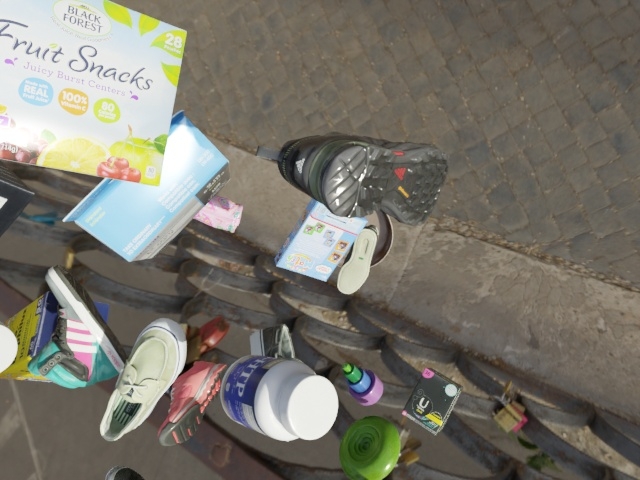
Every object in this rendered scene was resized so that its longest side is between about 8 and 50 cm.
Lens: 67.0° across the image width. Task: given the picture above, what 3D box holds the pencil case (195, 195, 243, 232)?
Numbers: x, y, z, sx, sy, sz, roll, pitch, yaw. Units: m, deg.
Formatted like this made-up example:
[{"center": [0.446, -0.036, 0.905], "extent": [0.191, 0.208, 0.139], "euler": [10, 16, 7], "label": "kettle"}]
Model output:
[{"center": [-0.438, -0.124, 1.814], "extent": [0.283, 0.124, 0.124], "euler": [20, 99, -14], "label": "pencil case"}]

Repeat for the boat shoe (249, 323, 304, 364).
[{"center": [-0.099, 0.337, 1.234], "extent": [0.119, 0.121, 0.335], "euler": [-29, 42, 3], "label": "boat shoe"}]

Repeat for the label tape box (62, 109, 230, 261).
[{"center": [-0.290, -0.084, 0.891], "extent": [0.115, 0.347, 0.249], "euler": [44, 83, -9], "label": "label tape box"}]

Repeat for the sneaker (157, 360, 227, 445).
[{"center": [-0.421, 0.500, 1.513], "extent": [0.136, 0.314, 0.116], "euler": [15, 125, 18], "label": "sneaker"}]

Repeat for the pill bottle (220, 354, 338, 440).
[{"center": [-0.062, 0.233, 0.721], "extent": [0.186, 0.111, 0.112], "euler": [-11, 84, 53], "label": "pill bottle"}]

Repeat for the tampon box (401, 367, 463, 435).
[{"center": [0.349, 0.495, 1.498], "extent": [0.120, 0.101, 0.161], "euler": [27, 88, 26], "label": "tampon box"}]

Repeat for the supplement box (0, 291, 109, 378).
[{"center": [-0.854, 0.318, 1.531], "extent": [0.356, 0.195, 0.194], "euler": [-26, 56, 37], "label": "supplement box"}]

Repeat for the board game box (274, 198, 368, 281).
[{"center": [0.000, 0.000, 1.254], "extent": [0.212, 0.160, 0.039], "euler": [-57, 32, 22], "label": "board game box"}]

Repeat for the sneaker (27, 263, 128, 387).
[{"center": [-0.587, 0.217, 1.098], "extent": [0.178, 0.123, 0.296], "euler": [-30, 106, -16], "label": "sneaker"}]

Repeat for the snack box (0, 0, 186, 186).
[{"center": [-0.258, -0.160, 0.490], "extent": [0.070, 0.207, 0.175], "euler": [19, 98, 51], "label": "snack box"}]

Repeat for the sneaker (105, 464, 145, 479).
[{"center": [-0.322, 0.505, 0.908], "extent": [0.215, 0.084, 0.083], "euler": [42, 117, 15], "label": "sneaker"}]

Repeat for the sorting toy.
[{"center": [0.062, 0.373, 0.862], "extent": [0.127, 0.126, 0.366], "euler": [-24, 35, 23], "label": "sorting toy"}]

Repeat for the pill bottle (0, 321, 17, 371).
[{"center": [-0.728, 0.224, 0.998], "extent": [0.245, 0.136, 0.137], "euler": [-9, 85, 38], "label": "pill bottle"}]

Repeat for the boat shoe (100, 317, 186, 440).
[{"center": [-0.363, 0.295, 0.990], "extent": [0.109, 0.094, 0.303], "euler": [28, 112, 1], "label": "boat shoe"}]

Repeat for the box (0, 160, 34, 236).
[{"center": [-0.594, -0.112, 0.757], "extent": [0.207, 0.153, 0.108], "euler": [38, 87, 18], "label": "box"}]

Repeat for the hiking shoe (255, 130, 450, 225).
[{"center": [0.046, -0.072, 0.479], "extent": [0.114, 0.226, 0.086], "euler": [30, 106, 32], "label": "hiking shoe"}]

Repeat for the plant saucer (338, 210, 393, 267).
[{"center": [0.107, -0.043, 1.698], "extent": [0.310, 0.050, 0.311], "euler": [10, 120, 18], "label": "plant saucer"}]

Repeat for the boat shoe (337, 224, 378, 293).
[{"center": [0.118, 0.060, 1.478], "extent": [0.083, 0.079, 0.233], "euler": [22, 113, 4], "label": "boat shoe"}]
